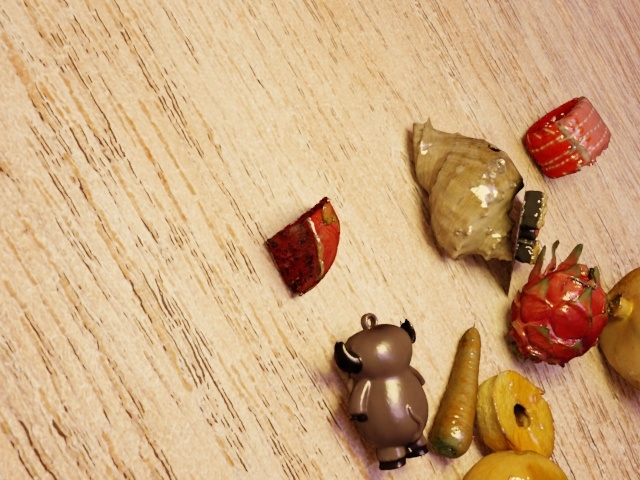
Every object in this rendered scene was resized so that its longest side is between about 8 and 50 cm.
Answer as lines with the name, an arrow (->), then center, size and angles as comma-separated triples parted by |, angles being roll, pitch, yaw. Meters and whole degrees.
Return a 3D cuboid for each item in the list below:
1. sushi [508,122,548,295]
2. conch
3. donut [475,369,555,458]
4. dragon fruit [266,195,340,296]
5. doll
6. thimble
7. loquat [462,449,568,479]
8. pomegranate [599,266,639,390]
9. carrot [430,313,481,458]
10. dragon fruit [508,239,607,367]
sushi -> 0.426, -0.053, 1.811 | 0.050, 0.290, 0.264 | 9, 60, 13
conch -> 0.310, -0.110, 1.799 | 0.263, 0.186, 0.324 | -12, 83, -60
donut -> 0.361, 0.339, 1.717 | 0.190, 0.074, 0.174 | 28, 53, -35
dragon fruit -> 0.001, 0.000, 1.546 | 0.161, 0.120, 0.127 | -42, 107, -44
doll -> 0.111, 0.249, 1.538 | 0.182, 0.117, 0.257 | -16, 84, -42
thimble -> 0.553, -0.229, 2.030 | 0.125, 0.163, 0.189 | 55, 36, -8
loquat -> 0.342, 0.482, 1.580 | 0.238, 0.193, 0.238 | -3, 95, -34
pomegranate -> 0.741, 0.191, 1.947 | 0.319, 0.319, 0.319 | 14, 66, -34
carrot -> 0.267, 0.265, 1.690 | 0.078, 0.078, 0.298 | 36, 52, -22
dragon fruit -> 0.479, 0.133, 1.810 | 0.192, 0.193, 0.274 | 37, 83, -31
